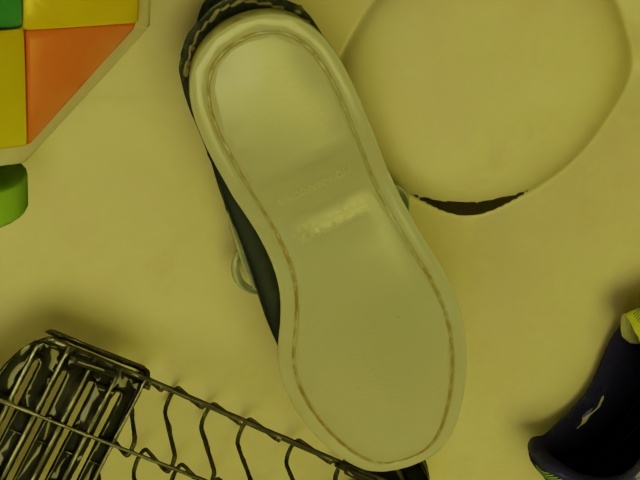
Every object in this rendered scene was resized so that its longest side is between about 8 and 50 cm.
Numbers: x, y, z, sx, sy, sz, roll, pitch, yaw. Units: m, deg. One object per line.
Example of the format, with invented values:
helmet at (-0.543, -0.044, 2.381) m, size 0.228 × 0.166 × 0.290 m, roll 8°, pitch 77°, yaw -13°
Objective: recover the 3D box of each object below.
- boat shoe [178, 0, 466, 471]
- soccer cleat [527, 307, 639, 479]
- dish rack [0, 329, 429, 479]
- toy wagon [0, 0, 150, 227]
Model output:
boat shoe at (0.000, 0.000, 0.565) m, size 0.095 × 0.079 × 0.254 m, roll -25°, pitch 119°, yaw 3°
soccer cleat at (0.232, 0.050, 0.645) m, size 0.121 × 0.093 × 0.289 m, roll 34°, pitch 105°, yaw -20°
dish rack at (-0.080, 0.168, 0.618) m, size 0.271 × 0.074 × 0.208 m, roll 26°, pitch 92°, yaw -20°
toy wagon at (-0.221, -0.116, 0.403) m, size 0.344 × 0.068 × 0.267 m, roll -11°, pitch 119°, yaw -32°
